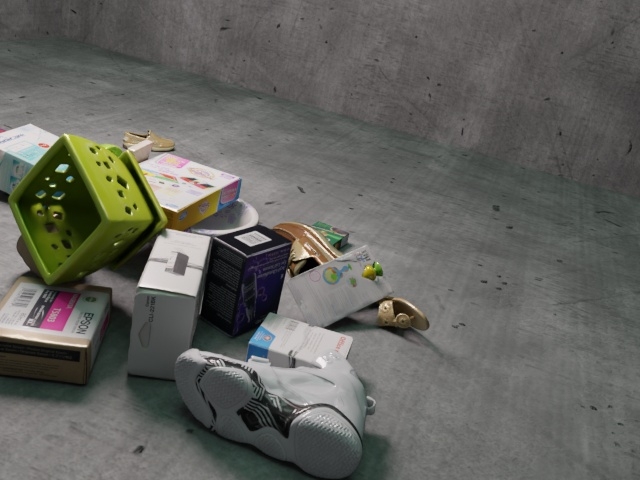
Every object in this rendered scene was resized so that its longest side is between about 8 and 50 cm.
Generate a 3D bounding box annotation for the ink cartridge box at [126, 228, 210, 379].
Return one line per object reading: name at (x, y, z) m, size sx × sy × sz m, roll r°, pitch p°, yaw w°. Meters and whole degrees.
ink cartridge box at (-0.302, 0.124, 1.393) m, size 0.114 × 0.197 × 0.273 m, roll 10°, pitch 24°, yaw -6°

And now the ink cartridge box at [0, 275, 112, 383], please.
ink cartridge box at (-0.521, 0.167, 1.327) m, size 0.193 × 0.088 × 0.234 m, roll 7°, pitch 23°, yaw -9°

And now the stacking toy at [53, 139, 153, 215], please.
stacking toy at (-0.567, -0.135, 1.757) m, size 0.130 × 0.279 × 0.309 m, roll 20°, pitch 20°, yaw 14°

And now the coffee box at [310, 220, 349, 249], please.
coffee box at (0.000, 0.000, 2.020) m, size 0.113 × 0.040 × 0.184 m, roll 21°, pitch 25°, yaw 20°

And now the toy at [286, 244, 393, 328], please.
toy at (0.044, 0.118, 1.657) m, size 0.237 × 0.056 × 0.137 m, roll -24°, pitch 79°, yaw -21°

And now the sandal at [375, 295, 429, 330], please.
sandal at (0.164, 0.180, 1.684) m, size 0.079 × 0.088 × 0.240 m, roll -34°, pitch 34°, yaw -17°

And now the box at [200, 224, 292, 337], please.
box at (-0.166, 0.087, 1.531) m, size 0.108 × 0.207 × 0.153 m, roll 27°, pitch 28°, yaw 30°

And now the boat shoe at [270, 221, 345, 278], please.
boat shoe at (-0.029, 0.052, 1.793) m, size 0.324 × 0.122 × 0.120 m, roll 31°, pitch 36°, yaw 35°

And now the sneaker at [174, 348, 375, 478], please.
sneaker at (-0.073, 0.276, 1.251) m, size 0.366 × 0.137 × 0.210 m, roll 23°, pitch 25°, yaw 12°

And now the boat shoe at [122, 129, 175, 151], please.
boat shoe at (-0.622, -0.368, 2.506) m, size 0.190 × 0.072 × 0.068 m, roll -2°, pitch 27°, yaw -31°

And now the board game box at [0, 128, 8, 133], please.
board game box at (-1.003, -0.285, 2.168) m, size 0.347 × 0.056 × 0.208 m, roll 20°, pitch 20°, yaw 18°

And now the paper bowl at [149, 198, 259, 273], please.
paper bowl at (-0.308, -0.017, 1.774) m, size 0.284 × 0.148 × 0.284 m, roll 11°, pitch 23°, yaw -5°

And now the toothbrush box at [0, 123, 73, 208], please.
toothbrush box at (-0.767, -0.197, 1.931) m, size 0.295 × 0.126 × 0.216 m, roll 24°, pitch 26°, yaw 7°

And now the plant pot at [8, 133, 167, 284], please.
plant pot at (-0.471, -0.061, 1.435) m, size 0.207 × 0.227 × 0.228 m, roll -3°, pitch 58°, yaw -60°

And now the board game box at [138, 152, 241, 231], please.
board game box at (-0.376, -0.125, 1.718) m, size 0.242 × 0.064 × 0.316 m, roll 19°, pitch 25°, yaw 16°

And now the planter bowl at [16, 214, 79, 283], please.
planter bowl at (-0.581, 0.032, 1.543) m, size 0.162 × 0.162 × 0.109 m, roll -12°, pitch 57°, yaw -43°

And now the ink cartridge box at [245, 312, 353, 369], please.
ink cartridge box at (-0.043, 0.235, 1.415) m, size 0.191 × 0.082 × 0.139 m, roll 17°, pitch 24°, yaw 8°
